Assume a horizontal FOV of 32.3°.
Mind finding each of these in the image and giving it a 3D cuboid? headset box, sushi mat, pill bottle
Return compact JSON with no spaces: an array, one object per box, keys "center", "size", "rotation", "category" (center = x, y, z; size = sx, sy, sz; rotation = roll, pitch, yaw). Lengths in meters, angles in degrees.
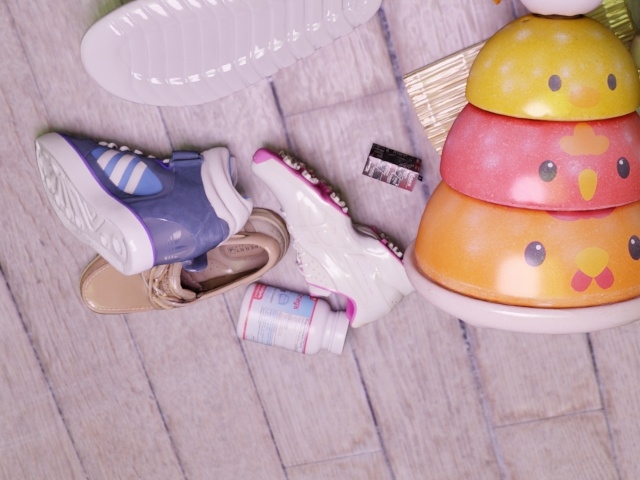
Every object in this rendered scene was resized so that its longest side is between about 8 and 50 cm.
[{"center":[0.105,-0.102,1.555],"size":[0.083,0.062,0.032],"rotation":[20,114,0],"category":"headset box"},{"center":[0.283,-0.217,1.504],"size":[0.317,0.019,0.151],"rotation":[-22,108,17],"category":"sushi mat"},{"center":[-0.039,0.122,1.654],"size":[0.160,0.087,0.087],"rotation":[13,113,3],"category":"pill bottle"}]

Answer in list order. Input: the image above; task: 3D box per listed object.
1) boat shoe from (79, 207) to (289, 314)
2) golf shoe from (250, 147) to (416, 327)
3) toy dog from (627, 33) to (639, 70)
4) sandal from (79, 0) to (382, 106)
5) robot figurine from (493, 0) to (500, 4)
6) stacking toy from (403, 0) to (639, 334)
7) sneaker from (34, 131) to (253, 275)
[{"center":[-0.215,0.041,1.636],"size":[0.341,0.110,0.121],"rotation":[-19,108,15],"category":"boat shoe"},{"center":[0.000,0.000,1.573],"size":[0.306,0.115,0.140],"rotation":[43,97,-8],"category":"golf shoe"},{"center":[0.526,-0.258,1.405],"size":[0.334,0.161,0.220],"rotation":[36,110,-22],"category":"toy dog"},{"center":[-0.116,-0.293,1.500],"size":[0.416,0.102,0.169],"rotation":[-15,124,1],"category":"sandal"},{"center":[0.297,-0.415,1.343],"size":[0.291,0.211,0.085],"rotation":[-30,60,26],"category":"robot figurine"},{"center":[0.274,-0.154,1.352],"size":[0.351,0.350,0.479],"rotation":[1,111,9],"category":"stacking toy"},{"center":[-0.242,-0.082,1.592],"size":[0.323,0.236,0.130],"rotation":[39,140,39],"category":"sneaker"}]
